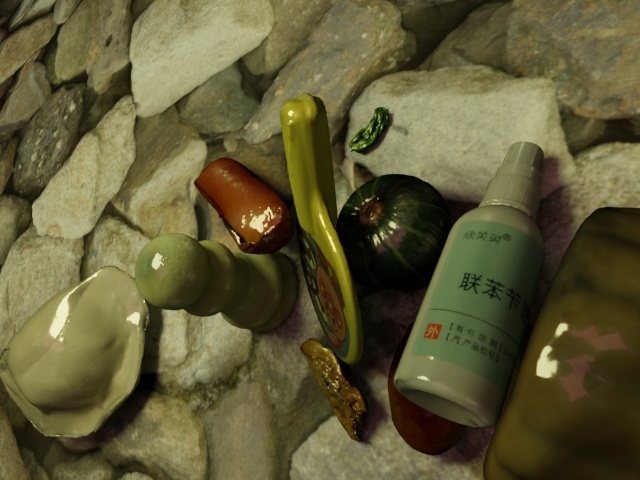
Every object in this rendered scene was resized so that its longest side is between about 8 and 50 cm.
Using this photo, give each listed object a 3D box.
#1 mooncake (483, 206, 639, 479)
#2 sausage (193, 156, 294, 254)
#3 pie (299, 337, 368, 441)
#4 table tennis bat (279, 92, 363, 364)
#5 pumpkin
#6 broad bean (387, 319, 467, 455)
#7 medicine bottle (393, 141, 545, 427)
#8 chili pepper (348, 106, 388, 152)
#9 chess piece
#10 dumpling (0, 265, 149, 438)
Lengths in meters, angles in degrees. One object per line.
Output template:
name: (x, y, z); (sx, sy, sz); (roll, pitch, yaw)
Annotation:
mooncake: (0.268, 0.119, 0.401); (0.161, 0.290, 0.290); (22, 88, 29)
sausage: (-0.128, -0.064, 0.766); (0.102, 0.102, 0.330); (-57, 34, 6)
pie: (0.021, 0.204, 0.665); (0.169, 0.034, 0.092); (56, 147, 27)
table tennis bat: (0.000, 0.000, 0.597); (0.054, 0.368, 0.224); (-15, 31, -13)
pumpkin: (0.095, -0.012, 0.638); (0.167, 0.125, 0.167); (-10, 68, 25)
broad bean: (0.138, 0.182, 0.586); (0.114, 0.085, 0.165); (15, 91, 51)
medicine bottle: (0.196, 0.027, 0.537); (0.110, 0.110, 0.351); (11, 61, 34)
chili pepper: (0.081, -0.178, 0.754); (0.091, 0.030, 0.034); (-52, 31, 7)
chess piece: (-0.163, 0.058, 0.702); (0.145, 0.251, 0.144); (-10, 72, 31)
dumpling: (-0.465, 0.231, 0.906); (0.341, 0.181, 0.260); (-37, 78, -15)
